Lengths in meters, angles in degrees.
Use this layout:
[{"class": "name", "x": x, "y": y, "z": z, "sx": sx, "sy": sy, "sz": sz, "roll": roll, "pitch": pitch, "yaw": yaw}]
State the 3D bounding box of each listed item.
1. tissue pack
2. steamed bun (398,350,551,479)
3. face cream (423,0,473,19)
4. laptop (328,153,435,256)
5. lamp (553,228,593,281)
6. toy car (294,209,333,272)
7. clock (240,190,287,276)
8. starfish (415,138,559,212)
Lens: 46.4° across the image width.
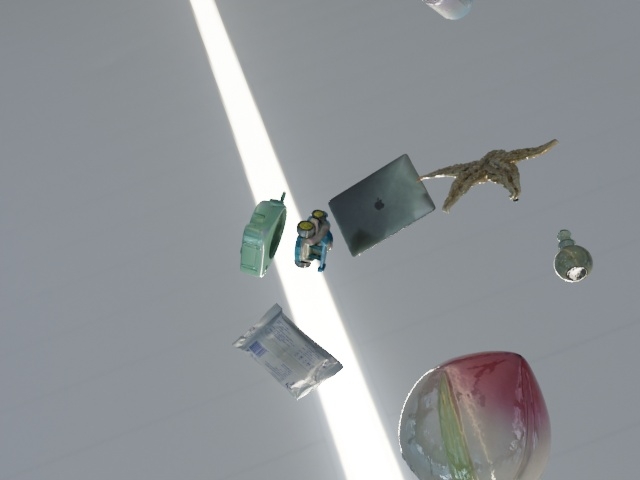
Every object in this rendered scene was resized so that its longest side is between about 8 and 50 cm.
[{"class": "tissue pack", "x": -0.062, "y": 0.225, "z": 1.461, "sx": 0.122, "sy": 0.193, "sz": 0.026, "roll": -42, "pitch": -162, "yaw": 10}, {"class": "steamed bun", "x": 0.316, "y": 0.343, "z": 1.448, "sx": 0.309, "sy": 0.309, "sz": 0.309, "roll": -12, "pitch": -144, "yaw": 9}, {"class": "face cream", "x": 0.221, "y": -0.450, "z": 1.337, "sx": 0.075, "sy": 0.075, "sz": 0.229, "roll": -3, "pitch": -175, "yaw": 21}, {"class": "laptop", "x": 0.163, "y": -0.096, "z": 2.053, "sx": 0.269, "sy": 0.015, "sz": 0.188, "roll": -31, "pitch": -111, "yaw": 18}, {"class": "lamp", "x": 0.614, "y": 0.028, "z": 1.838, "sx": 0.091, "sy": 0.091, "sz": 0.163, "roll": -10, "pitch": -141, "yaw": 12}, {"class": "toy car", "x": 0.000, "y": 0.000, "z": 1.926, "sx": 0.098, "sy": 0.126, "sz": 0.161, "roll": 22, "pitch": -144, "yaw": 20}, {"class": "clock", "x": -0.128, "y": -0.026, "z": 1.777, "sx": 0.066, "sy": 0.159, "sz": 0.211, "roll": 17, "pitch": -137, "yaw": 7}, {"class": "starfish", "x": 0.308, "y": -0.129, "z": 1.453, "sx": 0.295, "sy": 0.048, "sz": 0.231, "roll": -8, "pitch": -151, "yaw": 28}]
